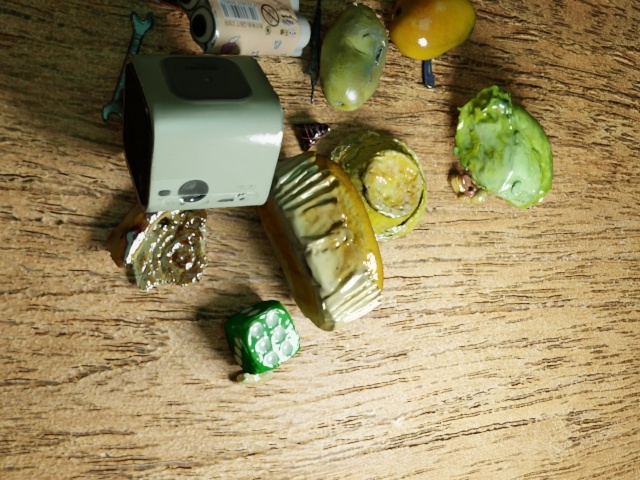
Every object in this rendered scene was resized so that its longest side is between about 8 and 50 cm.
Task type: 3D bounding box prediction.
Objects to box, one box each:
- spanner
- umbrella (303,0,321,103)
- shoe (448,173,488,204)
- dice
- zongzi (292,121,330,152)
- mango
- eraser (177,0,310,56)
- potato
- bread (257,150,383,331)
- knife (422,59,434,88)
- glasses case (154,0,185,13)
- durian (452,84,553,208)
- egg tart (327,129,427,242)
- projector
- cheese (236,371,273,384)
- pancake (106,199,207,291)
[{"bbox_3d":[-0.398,-0.362,1.377,0.054,0.015,0.255,18,81,-23],"label":"spanner"},{"bbox_3d":[-0.015,-0.445,1.564,0.044,0.044,0.269,4,77,-1],"label":"umbrella"},{"bbox_3d":[0.384,-0.132,1.729,0.072,0.069,0.109,-37,99,-16],"label":"shoe"},{"bbox_3d":[-0.125,0.209,1.442,0.131,0.120,0.128,-26,100,-26],"label":"dice"},{"bbox_3d":[-0.030,-0.254,1.537,0.083,0.067,0.073,-44,115,-2],"label":"zongzi"},{"bbox_3d":[0.278,-0.553,1.650,0.254,0.139,0.176,-34,112,-30],"label":"mango"},{"bbox_3d":[-0.153,-0.474,1.392,0.290,0.087,0.171,-18,86,-50],"label":"eraser"},{"bbox_3d":[0.078,-0.419,1.537,0.169,0.143,0.248,24,75,-34],"label":"potato"},{"bbox_3d":[0.006,0.001,1.447,0.183,0.236,0.389,-25,99,-23],"label":"bread"},{"bbox_3d":[0.278,-0.452,1.711,0.031,0.018,0.121,1,88,-19],"label":"knife"},{"bbox_3d":[-0.307,-0.545,1.396,0.266,0.067,0.103,16,79,-25],"label":"glasses case"},{"bbox_3d":[0.477,-0.221,1.703,0.339,0.204,0.256,17,73,-45],"label":"durian"},{"bbox_3d":[0.148,-0.128,1.583,0.294,0.123,0.294,0,90,-28],"label":"egg tart"},{"bbox_3d":[-0.239,-0.211,1.293,0.249,0.249,0.248,-6,47,-26],"label":"projector"},{"bbox_3d":[-0.145,0.300,1.473,0.083,0.044,0.030,-5,75,-24],"label":"cheese"},{"bbox_3d":[-0.331,-0.021,1.380,0.212,0.056,0.257,6,86,-26],"label":"pancake"}]
